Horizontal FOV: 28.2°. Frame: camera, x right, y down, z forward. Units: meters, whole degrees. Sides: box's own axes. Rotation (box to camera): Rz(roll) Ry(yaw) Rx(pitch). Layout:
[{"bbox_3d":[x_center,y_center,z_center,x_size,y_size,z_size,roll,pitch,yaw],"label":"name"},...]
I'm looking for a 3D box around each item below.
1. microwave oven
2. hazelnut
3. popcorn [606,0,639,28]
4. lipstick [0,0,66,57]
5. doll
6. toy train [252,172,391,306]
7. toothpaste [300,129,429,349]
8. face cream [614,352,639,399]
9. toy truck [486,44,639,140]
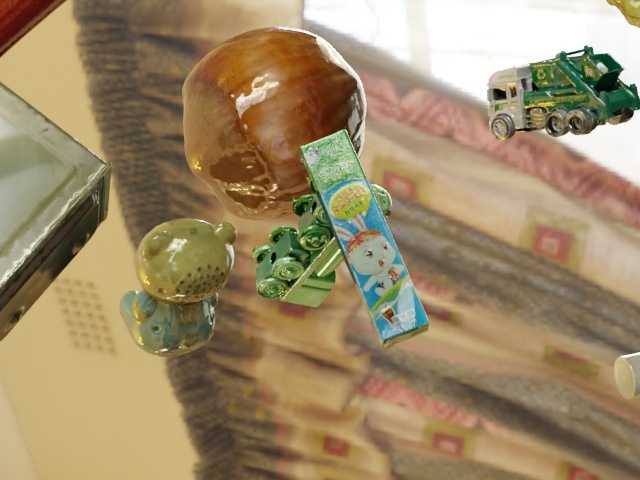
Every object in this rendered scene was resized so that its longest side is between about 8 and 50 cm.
[{"bbox_3d":[-0.550,-0.014,1.886,0.394,0.333,0.247,-51,-3,-23],"label":"microwave oven"},{"bbox_3d":[-0.085,-0.217,2.366,0.315,0.372,0.373,-156,69,-68],"label":"hazelnut"},{"bbox_3d":[0.422,-0.342,1.497,0.235,0.181,0.217,-61,-6,-6],"label":"popcorn"},{"bbox_3d":[-0.426,-0.276,1.654,0.241,0.080,0.080,-40,-22,8],"label":"lipstick"},{"bbox_3d":[-0.249,0.074,2.242,0.177,0.161,0.261,-7,-46,-29],"label":"doll"},{"bbox_3d":[0.000,0.000,1.712,0.251,0.119,0.085,-49,38,42],"label":"toy train"},{"bbox_3d":[0.052,-0.002,1.549,0.050,0.065,0.267,75,173,-75],"label":"toothpaste"},{"bbox_3d":[0.634,0.214,2.189,0.077,0.250,0.077,171,90,-76],"label":"face cream"},{"bbox_3d":[0.331,-0.207,1.770,0.110,0.216,0.116,-16,-79,-38],"label":"toy truck"}]
